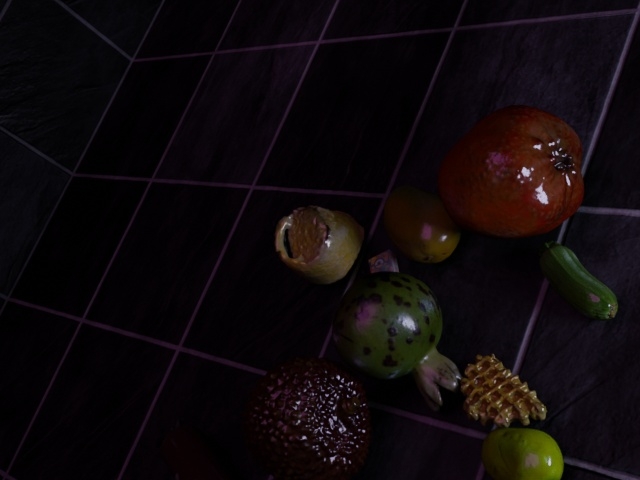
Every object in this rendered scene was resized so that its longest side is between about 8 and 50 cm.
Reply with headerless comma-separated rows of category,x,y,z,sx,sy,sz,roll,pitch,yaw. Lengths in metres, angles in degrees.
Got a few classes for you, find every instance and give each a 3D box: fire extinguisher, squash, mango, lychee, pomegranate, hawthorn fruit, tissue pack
fire extinguisher,-0.291,0.532,2.051,0.337,0.114,0.135,42,107,49
squash,0.486,0.078,1.694,0.077,0.068,0.219,-55,39,22
mango,0.218,-0.044,1.986,0.156,0.114,0.251,-55,42,8
lychee,-0.028,0.374,1.804,0.304,0.276,0.275,-32,43,43
pomegranate,0.151,0.206,1.785,0.242,0.242,0.306,-39,49,15
hawthorn fruit,0.363,-0.126,1.805,0.330,0.287,0.287,-16,52,47
tissue pack,0.147,0.071,2.031,0.063,0.035,0.083,-27,49,25
mango,0.359,0.395,1.583,0.163,0.089,0.117,-11,61,52

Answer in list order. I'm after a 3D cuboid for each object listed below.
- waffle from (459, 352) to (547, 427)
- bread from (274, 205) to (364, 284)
waffle,0.342,0.278,1.667,0.161,0.046,0.192,-14,32,21
bread,-0.001,0.003,2.113,0.197,0.170,0.197,-12,66,29
